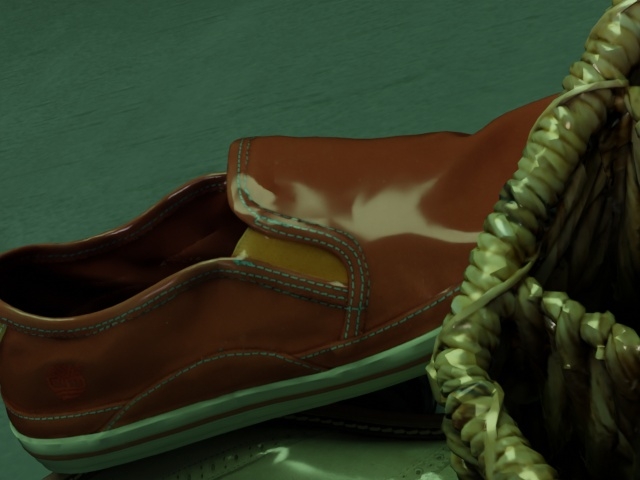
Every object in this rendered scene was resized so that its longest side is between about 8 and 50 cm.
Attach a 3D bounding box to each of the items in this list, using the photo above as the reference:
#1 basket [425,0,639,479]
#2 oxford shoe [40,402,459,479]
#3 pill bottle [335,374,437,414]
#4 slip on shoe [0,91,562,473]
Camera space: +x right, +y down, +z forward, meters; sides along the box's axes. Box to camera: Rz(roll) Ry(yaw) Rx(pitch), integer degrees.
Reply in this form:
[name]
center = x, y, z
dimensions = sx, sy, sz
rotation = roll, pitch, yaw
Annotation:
[basket]
center = 0.183, 0.057, 0.476
dimensions = 0.299, 0.223, 0.213
rotation = 26, 49, 34
[oxford shoe]
center = -0.003, 0.144, 0.673
dimensions = 0.348, 0.123, 0.130
rotation = -14, 28, 19
[pill bottle]
center = -0.003, 0.061, 0.843
dimensions = 0.123, 0.123, 0.219
rotation = -21, 24, 4
[slip on shoe]
center = 0.000, 0.000, 0.673
dimensions = 0.331, 0.101, 0.123
rotation = -21, 26, 12
